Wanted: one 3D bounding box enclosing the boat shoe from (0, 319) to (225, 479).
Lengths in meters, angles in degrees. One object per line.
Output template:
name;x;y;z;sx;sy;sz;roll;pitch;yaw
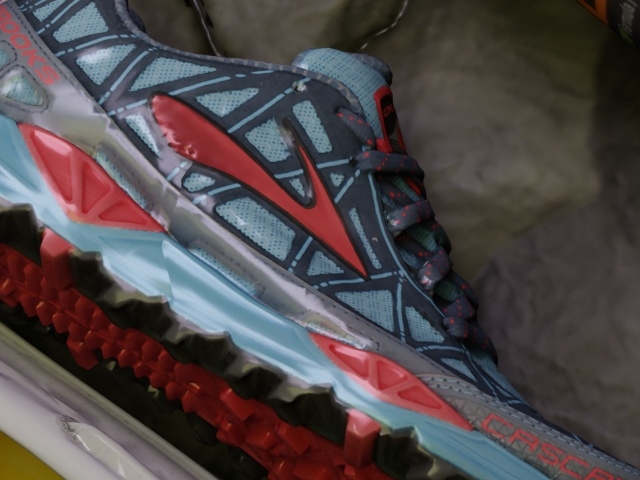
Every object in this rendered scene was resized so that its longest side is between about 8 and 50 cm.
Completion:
boat shoe;-0.161;0.061;0.574;0.367;0.156;0.136;30;87;19

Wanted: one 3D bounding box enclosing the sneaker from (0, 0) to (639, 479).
sneaker;0.000;0.000;0.571;0.262;0.104;0.125;33;71;8

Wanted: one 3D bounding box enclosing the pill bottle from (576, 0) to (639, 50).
pill bottle;0.104;-0.125;0.558;0.245;0.130;0.130;42;91;20
